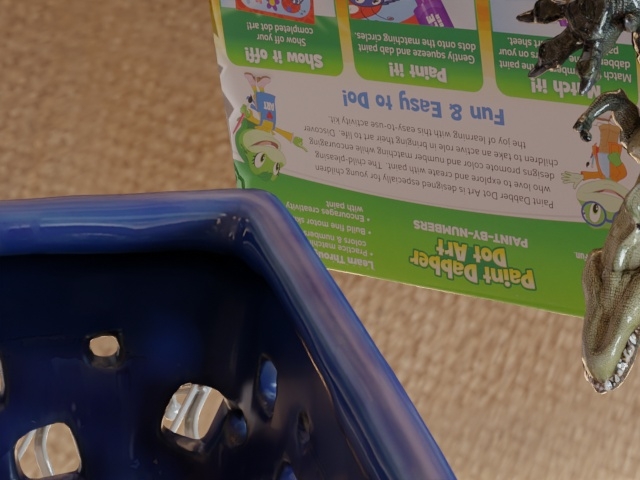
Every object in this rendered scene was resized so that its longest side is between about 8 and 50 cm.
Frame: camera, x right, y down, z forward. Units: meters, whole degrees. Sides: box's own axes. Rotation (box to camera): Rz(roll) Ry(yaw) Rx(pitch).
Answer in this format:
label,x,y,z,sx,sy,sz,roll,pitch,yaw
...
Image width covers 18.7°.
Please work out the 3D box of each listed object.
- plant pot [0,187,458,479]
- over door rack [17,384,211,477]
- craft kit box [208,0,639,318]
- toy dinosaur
label,x,y,z,sx,sy,sz,roll,pitch,yaw
plant pot,-0.099,0.131,0.569,0.235,0.236,0.212,-3,118,-16
over door rack,-0.211,0.242,1.682,0.239,0.324,0.108,-12,121,44
craft kit box,0.057,-0.095,0.900,0.249,0.061,0.247,11,116,37
toy dinosaur,0.138,-0.072,0.605,0.268,0.118,0.064,-53,54,18
